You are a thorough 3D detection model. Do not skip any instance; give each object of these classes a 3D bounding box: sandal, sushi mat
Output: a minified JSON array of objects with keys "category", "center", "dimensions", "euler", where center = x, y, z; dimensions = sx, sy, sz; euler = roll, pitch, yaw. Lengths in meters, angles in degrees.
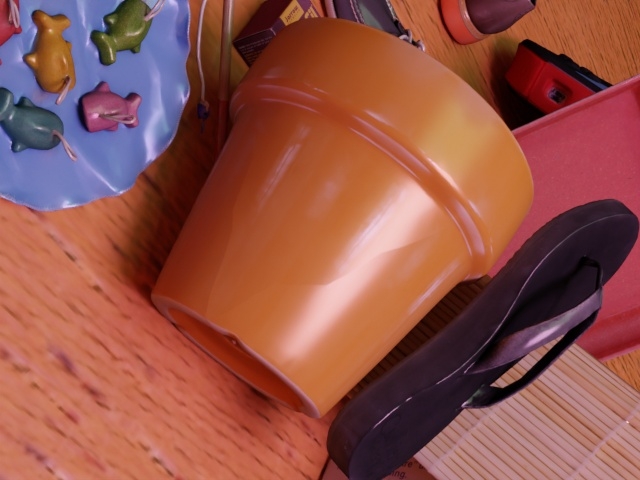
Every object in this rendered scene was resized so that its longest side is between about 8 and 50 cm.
[{"category":"sandal","center":[0.118,0.073,0.525],"dimensions":[0.254,0.054,0.097],"euler":[-40,143,-12]},{"category":"sushi mat","center":[0.125,0.109,0.566],"dimensions":[0.151,0.316,0.019],"euler":[-39,153,-23]}]

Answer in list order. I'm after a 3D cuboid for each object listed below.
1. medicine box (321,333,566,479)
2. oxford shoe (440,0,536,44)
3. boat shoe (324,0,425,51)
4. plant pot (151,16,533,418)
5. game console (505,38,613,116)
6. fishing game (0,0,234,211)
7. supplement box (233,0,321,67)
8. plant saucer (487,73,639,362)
[{"category":"medicine box","center":[0.134,0.239,0.664],"dimensions":[0.263,0.149,0.289],"euler":[50,52,-33]},{"category":"oxford shoe","center":[0.213,-0.314,0.854],"dimensions":[0.097,0.098,0.271],"euler":[44,55,-36]},{"category":"boat shoe","center":[0.072,-0.157,0.702],"dimensions":[0.075,0.065,0.206],"euler":[-51,122,-39]},{"category":"plant pot","center":[0.000,0.000,0.521],"dimensions":[0.205,0.205,0.188],"euler":[48,68,-34]},{"category":"game console","center":[0.404,-0.086,0.885],"dimensions":[0.342,0.386,0.060],"euler":[-2,130,-49]},{"category":"fishing game","center":[-0.133,-0.108,0.456],"dimensions":[0.264,0.041,0.189],"euler":[-9,107,-51]},{"category":"supplement box","center":[-0.017,-0.137,0.616],"dimensions":[0.083,0.043,0.055],"euler":[52,52,-31]},{"category":"plant saucer","center":[0.213,0.003,0.741],"dimensions":[0.258,0.259,0.048],"euler":[60,15,-25]}]
